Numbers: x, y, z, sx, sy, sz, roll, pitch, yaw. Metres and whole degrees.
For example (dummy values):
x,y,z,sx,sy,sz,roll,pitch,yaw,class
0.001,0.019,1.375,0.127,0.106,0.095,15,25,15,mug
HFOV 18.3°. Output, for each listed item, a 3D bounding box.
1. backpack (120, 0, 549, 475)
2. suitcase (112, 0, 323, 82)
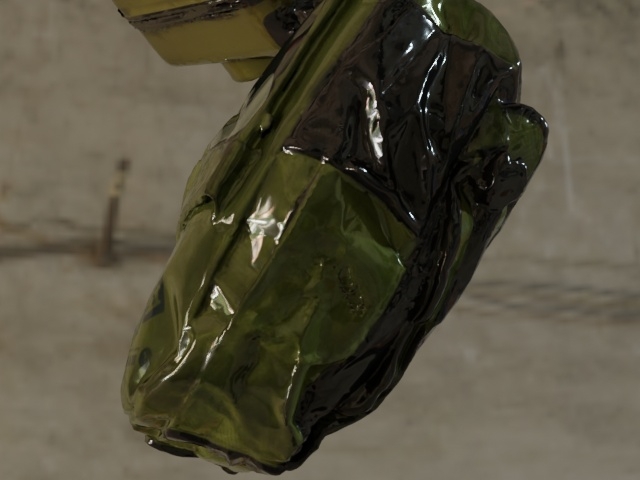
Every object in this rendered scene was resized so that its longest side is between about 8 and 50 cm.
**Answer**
x,y,z,sx,sy,sz,roll,pitch,yaw,class
0.000,0.000,0.967,0.140,0.253,0.207,31,-12,-6,backpack
-0.035,-0.219,1.453,0.235,0.194,0.143,-2,-47,55,suitcase
